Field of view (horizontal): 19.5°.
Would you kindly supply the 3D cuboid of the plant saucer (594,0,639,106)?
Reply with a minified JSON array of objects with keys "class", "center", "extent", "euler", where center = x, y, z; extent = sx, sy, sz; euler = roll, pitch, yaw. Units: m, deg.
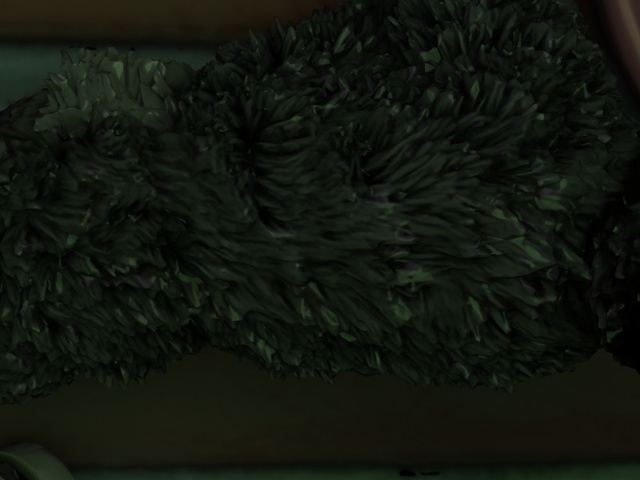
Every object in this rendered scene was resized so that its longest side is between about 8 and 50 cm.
[{"class":"plant saucer","center":[0.299,-0.165,1.010],"extent":[0.332,0.084,0.332],"euler":[0,92,-8]}]

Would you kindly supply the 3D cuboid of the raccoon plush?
[{"class":"raccoon plush","center":[0.000,0.000,0.811],"extent":[0.299,0.446,0.216],"euler":[-20,108,-21]}]

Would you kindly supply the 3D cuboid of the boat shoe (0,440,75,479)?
[{"class":"boat shoe","center":[-0.115,0.236,0.890],"extent":[0.091,0.109,0.305],"euler":[-12,59,-46]}]
